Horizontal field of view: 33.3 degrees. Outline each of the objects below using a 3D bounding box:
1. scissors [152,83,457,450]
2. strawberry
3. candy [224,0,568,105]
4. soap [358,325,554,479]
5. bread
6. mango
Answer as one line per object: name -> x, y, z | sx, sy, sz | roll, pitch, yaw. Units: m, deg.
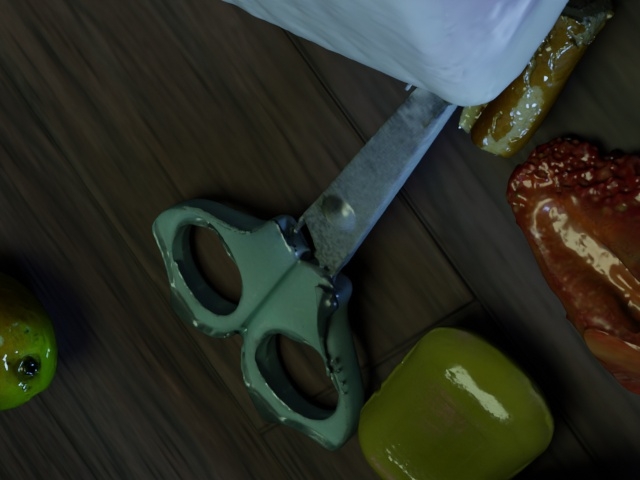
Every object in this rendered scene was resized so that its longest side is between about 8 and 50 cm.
scissors -> -0.001, 0.001, 0.586 | 0.191, 0.029, 0.360 | 51, 147, 9
strawberry -> 0.143, 0.016, 0.480 | 0.152, 0.048, 0.104 | 37, 131, 16
candy -> -0.058, -0.192, 0.402 | 0.358, 0.208, 0.145 | 29, 88, 27
soap -> 0.073, 0.102, 0.596 | 0.089, 0.045, 0.140 | 45, 138, 12
bread -> 0.093, -0.076, 0.469 | 0.036, 0.047, 0.083 | 39, 135, 10
mango -> -0.294, 0.081, 0.883 | 0.232, 0.111, 0.125 | 2, 104, 56
